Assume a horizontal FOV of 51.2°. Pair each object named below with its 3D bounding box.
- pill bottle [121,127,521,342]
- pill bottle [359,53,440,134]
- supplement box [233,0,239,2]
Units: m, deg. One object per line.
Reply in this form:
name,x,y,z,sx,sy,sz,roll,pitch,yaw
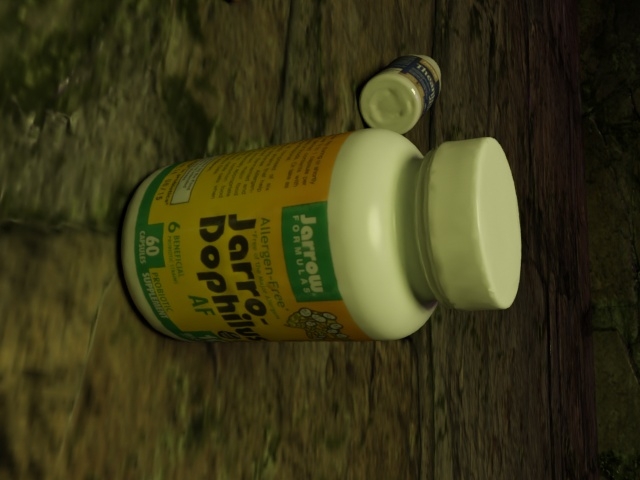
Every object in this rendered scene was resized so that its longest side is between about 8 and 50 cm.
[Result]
pill bottle,0.000,0.000,0.383,0.118,0.209,0.117,16,72,-60
pill bottle,0.092,-0.163,0.725,0.120,0.067,0.067,-50,128,-52
supplement box,-0.055,-0.298,0.470,0.078,0.080,0.233,9,79,-60
